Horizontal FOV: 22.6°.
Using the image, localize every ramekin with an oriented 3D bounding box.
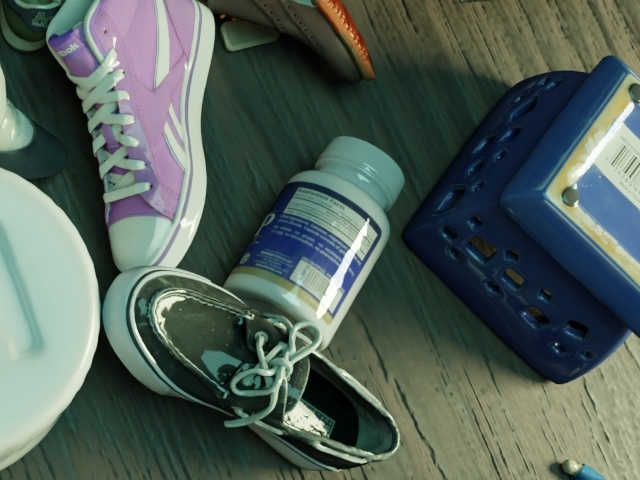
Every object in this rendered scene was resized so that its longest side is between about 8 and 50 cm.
[{"bbox_3d":[-0.317,0.064,1.331,0.277,0.135,0.277,5,76,-22],"label":"ramekin"}]

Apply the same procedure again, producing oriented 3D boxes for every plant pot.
[{"bbox_3d":[0.260,-0.028,1.557,0.236,0.212,0.236,43,66,-9],"label":"plant pot"}]

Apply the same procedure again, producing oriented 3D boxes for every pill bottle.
[{"bbox_3d":[0.000,0.000,1.494,0.112,0.112,0.187,36,66,-12],"label":"pill bottle"}]

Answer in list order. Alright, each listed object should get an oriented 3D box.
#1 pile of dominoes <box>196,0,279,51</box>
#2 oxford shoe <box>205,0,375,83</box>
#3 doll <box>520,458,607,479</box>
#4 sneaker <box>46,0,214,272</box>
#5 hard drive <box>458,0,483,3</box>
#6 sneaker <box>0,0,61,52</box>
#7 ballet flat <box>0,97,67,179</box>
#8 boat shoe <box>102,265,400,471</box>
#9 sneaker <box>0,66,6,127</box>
[{"bbox_3d":[-0.120,-0.306,1.569,0.196,0.040,0.251,11,82,-22],"label":"pile of dominoes"},{"bbox_3d":[-0.054,-0.240,1.536,0.098,0.097,0.271,-40,109,11],"label":"oxford shoe"},{"bbox_3d":[0.247,0.276,1.571,0.189,0.046,0.129,4,67,-29],"label":"doll"},{"bbox_3d":[-0.186,-0.109,1.419,0.161,0.102,0.282,23,60,-46],"label":"sneaker"},{"bbox_3d":[0.197,-0.364,1.604,0.339,0.064,0.237,-20,90,-54],"label":"hard drive"},{"bbox_3d":[-0.270,-0.274,1.456,0.064,0.086,0.192,-9,82,-25],"label":"sneaker"},{"bbox_3d":[-0.315,-0.098,1.401,0.203,0.074,0.074,9,75,-21],"label":"ballet flat"},{"bbox_3d":[-0.051,0.117,1.397,0.306,0.105,0.113,43,59,-30],"label":"boat shoe"},{"bbox_3d":[-0.345,-0.219,1.350,0.106,0.123,0.290,-19,69,-29],"label":"sneaker"}]
